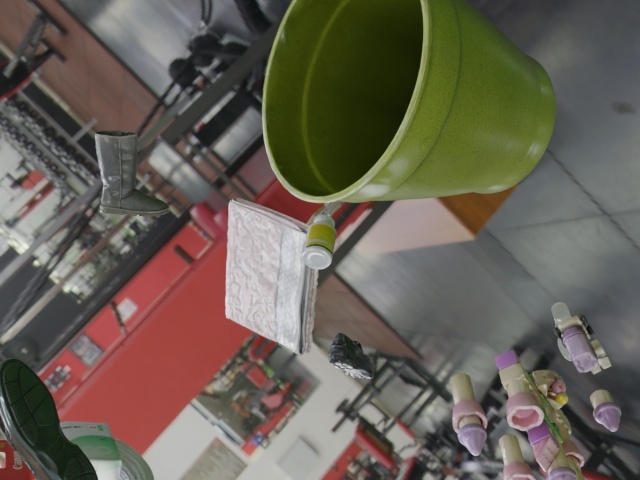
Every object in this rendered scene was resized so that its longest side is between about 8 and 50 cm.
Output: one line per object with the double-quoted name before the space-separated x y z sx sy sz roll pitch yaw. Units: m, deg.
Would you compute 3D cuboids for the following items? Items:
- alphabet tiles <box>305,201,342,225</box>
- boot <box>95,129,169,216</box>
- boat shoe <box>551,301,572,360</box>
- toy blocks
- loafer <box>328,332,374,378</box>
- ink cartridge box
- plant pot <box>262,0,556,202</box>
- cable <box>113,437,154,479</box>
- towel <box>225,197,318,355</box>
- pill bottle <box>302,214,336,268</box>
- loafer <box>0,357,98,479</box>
"alphabet tiles" 0.023 -0.088 2.170 0.011 0.342 0.285 42 130 4
"boot" -0.469 -0.168 1.909 0.189 0.208 0.076 3 -167 -15
"boat shoe" 0.509 0.190 1.576 0.038 0.046 0.125 40 -146 -58
"toy blocks" 0.440 0.366 1.434 0.288 0.309 0.260 50 -160 -27
"loafer" 0.081 0.277 1.803 0.076 0.078 0.223 1 158 23
"ink cartridge box" -0.493 0.385 1.401 0.225 0.056 0.181 12 -175 -25
"plant pot" 0.157 -0.211 1.158 0.353 0.366 0.366 9 -171 -37
"cable" -0.525 0.599 1.894 0.257 0.089 0.257 45 -169 35
"towel" -0.131 0.088 1.902 0.317 0.053 0.332 21 114 42
"pill bottle" 0.000 0.000 1.632 0.065 0.116 0.065 6 135 6
"loafer" -0.456 0.315 1.204 0.267 0.084 0.096 63 -157 -12
